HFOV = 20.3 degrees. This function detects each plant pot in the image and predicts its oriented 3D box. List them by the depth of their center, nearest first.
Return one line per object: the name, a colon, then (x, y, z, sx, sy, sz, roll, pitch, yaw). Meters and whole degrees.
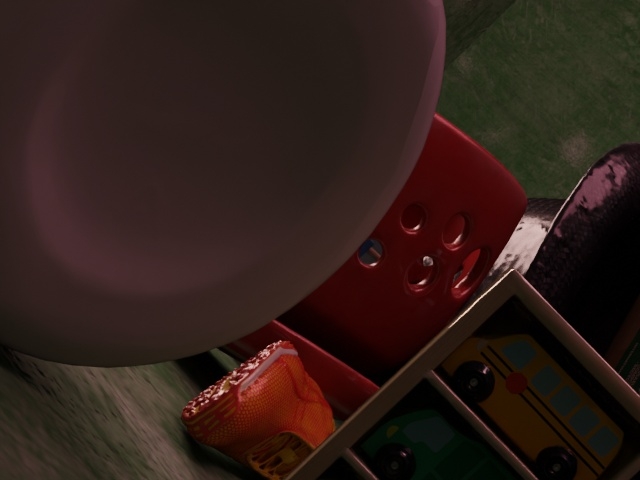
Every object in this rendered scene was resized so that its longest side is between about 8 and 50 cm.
plant pot: (0.000, 0.000, 1.058, 0.191, 0.174, 0.191, 32, -4, 3)

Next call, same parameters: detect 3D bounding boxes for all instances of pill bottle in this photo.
pill bottle: (-0.138, -0.146, 0.794, 0.229, 0.229, 0.408, 43, 5, -46)

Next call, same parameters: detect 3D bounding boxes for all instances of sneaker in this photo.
sneaker: (-0.020, 0.091, 0.891, 0.067, 0.064, 0.175, 57, 8, 12)

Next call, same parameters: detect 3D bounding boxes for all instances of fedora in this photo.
fedora: (0.130, 0.089, 1.187, 0.152, 0.334, 0.334, 14, -17, 34)

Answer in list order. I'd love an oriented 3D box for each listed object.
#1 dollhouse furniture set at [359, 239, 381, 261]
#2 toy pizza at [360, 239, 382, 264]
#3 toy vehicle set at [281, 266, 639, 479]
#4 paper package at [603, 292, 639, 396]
dollhouse furniture set: (-0.028, 0.004, 1.269, 0.129, 0.129, 0.184, 43, 4, -45)
toy pizza: (0.031, 0.048, 1.381, 0.201, 0.032, 0.201, 28, -40, 27)
toy vehicle set: (0.109, 0.162, 0.717, 0.267, 0.166, 0.035, 46, 3, 1)
paper package: (0.284, 0.189, 1.062, 0.309, 0.325, 0.168, 44, -23, -22)
